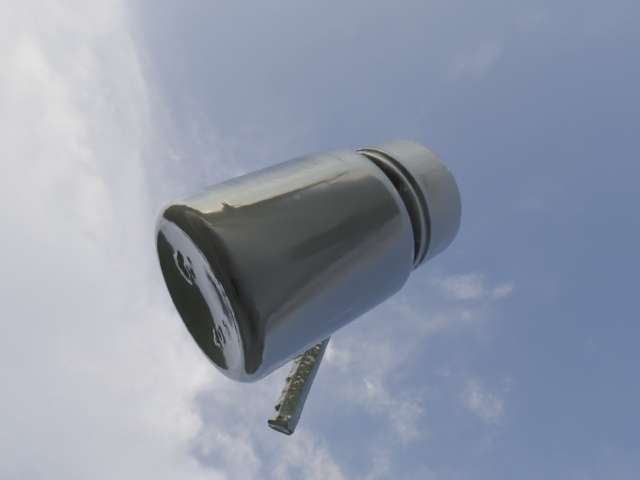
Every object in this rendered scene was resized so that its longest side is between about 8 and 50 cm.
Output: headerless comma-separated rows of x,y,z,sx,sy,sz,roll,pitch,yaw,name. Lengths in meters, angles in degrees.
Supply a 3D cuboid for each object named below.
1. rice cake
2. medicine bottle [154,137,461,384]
-0.033,0.245,0.906,0.057,0.052,0.256,-3,-133,34,rice cake
0.000,0.000,0.567,0.208,0.340,0.208,31,-46,40,medicine bottle
